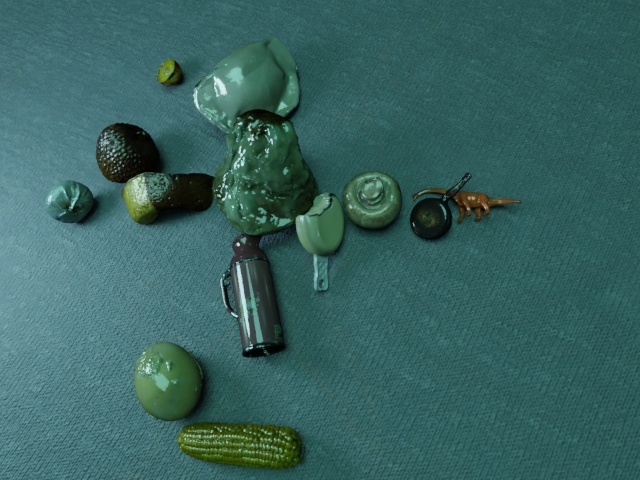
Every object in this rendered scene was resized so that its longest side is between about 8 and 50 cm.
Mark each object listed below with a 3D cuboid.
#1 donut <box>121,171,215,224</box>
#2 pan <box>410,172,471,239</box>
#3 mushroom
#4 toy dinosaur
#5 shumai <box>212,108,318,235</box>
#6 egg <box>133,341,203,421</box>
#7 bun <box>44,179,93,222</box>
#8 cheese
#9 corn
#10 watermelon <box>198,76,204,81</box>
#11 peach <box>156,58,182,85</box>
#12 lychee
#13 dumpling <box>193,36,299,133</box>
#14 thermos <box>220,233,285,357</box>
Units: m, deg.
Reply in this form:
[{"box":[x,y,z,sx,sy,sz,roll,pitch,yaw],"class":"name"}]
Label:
[{"box":[-0.461,-0.131,1.383,0.294,0.151,0.113,-15,76,3],"class":"donut"},{"box":[0.323,-0.096,1.240,0.115,0.040,0.212,45,102,28],"class":"pan"},{"box":[0.138,-0.113,1.273,0.166,0.127,0.167,-7,65,15],"class":"mushroom"},{"box":[0.388,-0.100,1.264,0.279,0.055,0.102,2,59,13],"class":"toy dinosaur"},{"box":[-0.163,-0.204,1.261,0.308,0.264,0.304,9,49,9],"class":"shumai"},{"box":[-0.380,0.349,1.165,0.164,0.164,0.202,-31,63,-3],"class":"egg"},{"box":[-0.761,-0.112,1.429,0.083,0.141,0.141,39,79,28],"class":"bun"},{"box":[0.013,0.002,1.267,0.070,0.163,0.249,-3,106,40],"class":"cheese"},{"box":[-0.196,0.484,1.108,0.312,0.102,0.102,-2,68,10],"class":"corn"},{"box":[-0.341,-0.509,1.538,0.135,0.094,0.125,-18,57,-4],"class":"watermelon"},{"box":[-0.516,-0.571,1.612,0.098,0.061,0.098,-15,62,29],"class":"peach"},{"box":[-0.594,-0.268,1.445,0.194,0.194,0.195,-4,68,9],"class":"lychee"},{"box":[-0.201,-0.476,1.471,0.260,0.181,0.341,50,47,-3],"class":"dumpling"},{"box":[-0.185,0.138,1.248,0.136,0.109,0.331,-36,58,41],"class":"thermos"}]
